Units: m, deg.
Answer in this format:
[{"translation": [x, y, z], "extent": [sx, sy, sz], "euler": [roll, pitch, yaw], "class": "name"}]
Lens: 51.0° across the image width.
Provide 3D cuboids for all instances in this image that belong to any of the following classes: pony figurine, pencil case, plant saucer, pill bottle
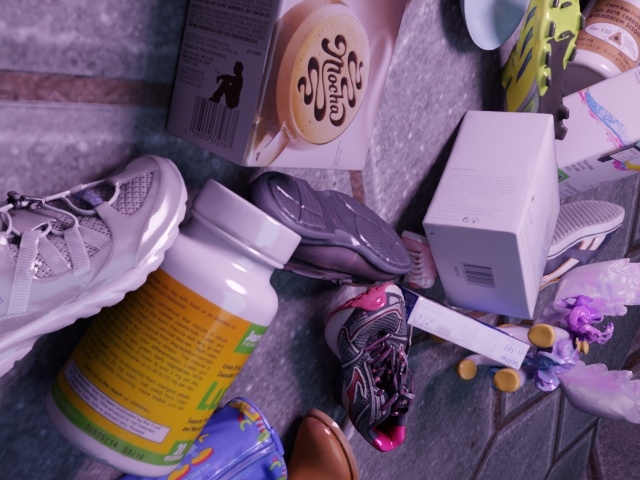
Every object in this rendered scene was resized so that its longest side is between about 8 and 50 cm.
[{"translation": [0.426, 0.188, 1.233], "extent": [0.363, 0.351, 0.303], "euler": [2, 86, -51], "class": "pony figurine"}, {"translation": [-0.167, 0.289, 0.710], "extent": [0.306, 0.133, 0.119], "euler": [-29, 98, -41], "class": "pencil case"}, {"translation": [0.235, -0.361, 0.914], "extent": [0.195, 0.037, 0.195], "euler": [-28, 130, -40], "class": "plant saucer"}, {"translation": [-0.124, 0.073, 0.609], "extent": [0.246, 0.136, 0.136], "euler": [-57, 144, 0], "class": "pill bottle"}, {"translation": [0.513, -0.362, 1.184], "extent": [0.229, 0.131, 0.131], "euler": [-57, 144, -11], "class": "pill bottle"}]

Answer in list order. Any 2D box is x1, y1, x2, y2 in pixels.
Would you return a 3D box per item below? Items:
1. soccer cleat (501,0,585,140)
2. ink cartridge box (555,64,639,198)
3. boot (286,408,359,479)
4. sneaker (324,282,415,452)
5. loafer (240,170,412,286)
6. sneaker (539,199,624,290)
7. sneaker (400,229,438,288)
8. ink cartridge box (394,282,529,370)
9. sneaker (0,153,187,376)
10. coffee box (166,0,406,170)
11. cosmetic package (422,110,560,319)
[{"translation": [0.313, -0.262, 1.000], "extent": [0.093, 0.121, 0.289], "euler": [-32, 137, -23], "class": "soccer cleat"}, {"translation": [0.489, -0.179, 1.131], "extent": [0.201, 0.278, 0.117], "euler": [12, 62, -54], "class": "ink cartridge box"}, {"translation": [-0.064, 0.387, 0.938], "extent": [0.220, 0.109, 0.283], "euler": [-21, 133, -39], "class": "boot"}, {"translation": [0.084, 0.175, 0.925], "extent": [0.121, 0.112, 0.299], "euler": [-22, 137, -14], "class": "sneaker"}, {"translation": [0.000, 0.000, 0.799], "extent": [0.095, 0.109, 0.302], "euler": [-37, 149, 23], "class": "loafer"}, {"translation": [0.516, 0.010, 1.415], "extent": [0.321, 0.126, 0.127], "euler": [-21, 122, -31], "class": "sneaker"}, {"translation": [0.151, 0.036, 1.027], "extent": [0.134, 0.051, 0.070], "euler": [39, 73, -58], "class": "sneaker"}, {"translation": [0.207, 0.132, 1.031], "extent": [0.207, 0.097, 0.046], "euler": [24, 91, -18], "class": "ink cartridge box"}, {"translation": [-0.217, 0.007, 0.503], "extent": [0.281, 0.105, 0.115], "euler": [-44, 133, -32], "class": "sneaker"}, {"translation": [-0.016, -0.222, 0.608], "extent": [0.168, 0.119, 0.297], "euler": [-4, 113, -50], "class": "coffee box"}, {"translation": [0.272, -0.039, 1.023], "extent": [0.225, 0.138, 0.224], "euler": [-66, 148, -29], "class": "cosmetic package"}]
